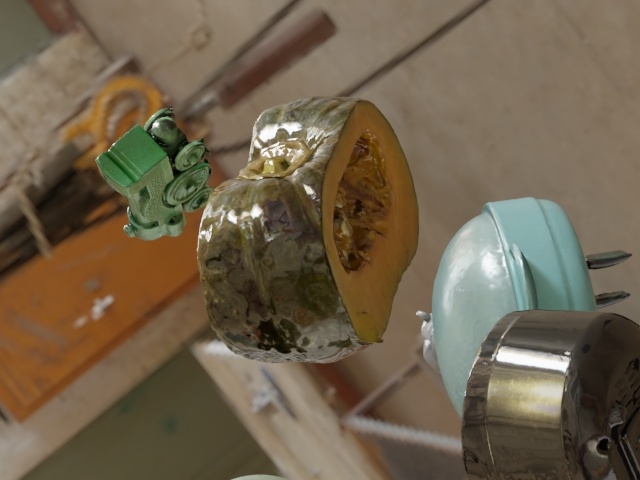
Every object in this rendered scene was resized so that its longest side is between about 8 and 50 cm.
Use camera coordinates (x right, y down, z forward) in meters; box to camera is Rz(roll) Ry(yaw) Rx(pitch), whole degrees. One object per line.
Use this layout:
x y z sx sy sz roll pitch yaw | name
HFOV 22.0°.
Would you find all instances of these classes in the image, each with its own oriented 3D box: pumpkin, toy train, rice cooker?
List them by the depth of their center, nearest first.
0.141 0.112 0.878 0.106 0.112 0.165 -8 121 43 | rice cooker
0.000 0.000 1.591 0.317 0.139 0.222 -70 -38 -55 | pumpkin
-0.165 -0.061 1.680 0.071 0.104 0.178 44 164 18 | toy train

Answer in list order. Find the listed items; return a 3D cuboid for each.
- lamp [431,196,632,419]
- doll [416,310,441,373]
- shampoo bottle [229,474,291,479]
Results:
0.164 0.064 1.302 0.284 0.147 0.209 -46 -48 -66 | lamp
0.176 0.140 1.847 0.180 0.079 0.094 46 174 14 | doll
-0.065 0.269 1.496 0.234 0.118 0.087 -42 -54 -81 | shampoo bottle
